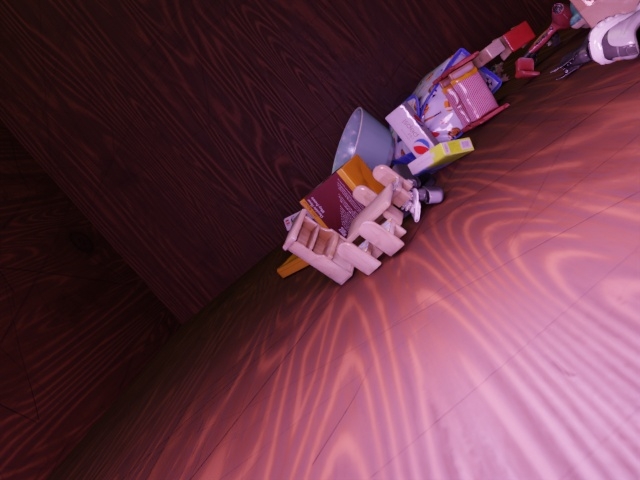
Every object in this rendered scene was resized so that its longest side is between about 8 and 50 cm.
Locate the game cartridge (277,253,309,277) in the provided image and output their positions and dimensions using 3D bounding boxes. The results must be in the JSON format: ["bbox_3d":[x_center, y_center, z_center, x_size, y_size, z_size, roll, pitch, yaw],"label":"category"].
[{"bbox_3d":[0.000,0.000,2.097,0.323,0.053,0.285,-41,6,-30],"label":"game cartridge"}]

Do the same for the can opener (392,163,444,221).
[{"bbox_3d":[0.223,-0.119,1.393,0.093,0.074,0.280,-3,21,-3],"label":"can opener"}]

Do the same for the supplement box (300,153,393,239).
[{"bbox_3d":[0.083,-0.120,1.781,0.194,0.191,0.129,-36,7,38],"label":"supplement box"}]

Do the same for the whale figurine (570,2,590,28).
[{"bbox_3d":[0.891,-0.782,1.872,0.216,0.141,0.272,-36,5,31],"label":"whale figurine"}]

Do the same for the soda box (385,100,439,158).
[{"bbox_3d":[0.307,-0.336,1.865,0.074,0.216,0.069,-36,6,30],"label":"soda box"}]

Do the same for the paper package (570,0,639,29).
[{"bbox_3d":[0.761,-0.613,1.327,0.309,0.168,0.325,-35,7,41],"label":"paper package"}]

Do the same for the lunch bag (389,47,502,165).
[{"bbox_3d":[0.408,-0.454,2.110,0.385,0.239,0.328,-56,8,-7],"label":"lunch bag"}]

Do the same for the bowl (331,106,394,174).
[{"bbox_3d":[0.167,-0.321,2.163,0.311,0.163,0.312,-164,90,-79],"label":"bowl"}]

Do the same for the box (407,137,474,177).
[{"bbox_3d":[0.325,-0.226,1.611,0.109,0.042,0.178,-15,-8,-29],"label":"box"}]

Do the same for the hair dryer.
[{"bbox_3d":[0.827,-0.736,2.074,0.223,0.080,0.293,-43,-20,-12],"label":"hair dryer"}]

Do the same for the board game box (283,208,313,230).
[{"bbox_3d":[0.033,-0.118,2.206,0.305,0.053,0.193,-24,-8,35],"label":"board game box"}]

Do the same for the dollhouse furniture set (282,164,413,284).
[{"bbox_3d":[0.058,-0.040,1.245,0.242,0.161,0.212,-45,17,38],"label":"dollhouse furniture set"}]

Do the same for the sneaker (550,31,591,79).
[{"bbox_3d":[0.660,-0.476,1.493,0.089,0.051,0.170,-26,18,50],"label":"sneaker"}]

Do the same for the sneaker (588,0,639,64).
[{"bbox_3d":[0.637,-0.416,1.087,0.271,0.100,0.108,-38,30,-8],"label":"sneaker"}]

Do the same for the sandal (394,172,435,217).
[{"bbox_3d":[0.240,-0.131,1.539,0.097,0.054,0.254,-37,7,32],"label":"sandal"}]

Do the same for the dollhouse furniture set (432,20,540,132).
[{"bbox_3d":[0.568,-0.533,1.854,0.374,0.201,0.152,-35,4,-10],"label":"dollhouse furniture set"}]

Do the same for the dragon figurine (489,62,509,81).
[{"bbox_3d":[0.689,-0.648,2.433,0.289,0.085,0.144,-40,6,-8],"label":"dragon figurine"}]
